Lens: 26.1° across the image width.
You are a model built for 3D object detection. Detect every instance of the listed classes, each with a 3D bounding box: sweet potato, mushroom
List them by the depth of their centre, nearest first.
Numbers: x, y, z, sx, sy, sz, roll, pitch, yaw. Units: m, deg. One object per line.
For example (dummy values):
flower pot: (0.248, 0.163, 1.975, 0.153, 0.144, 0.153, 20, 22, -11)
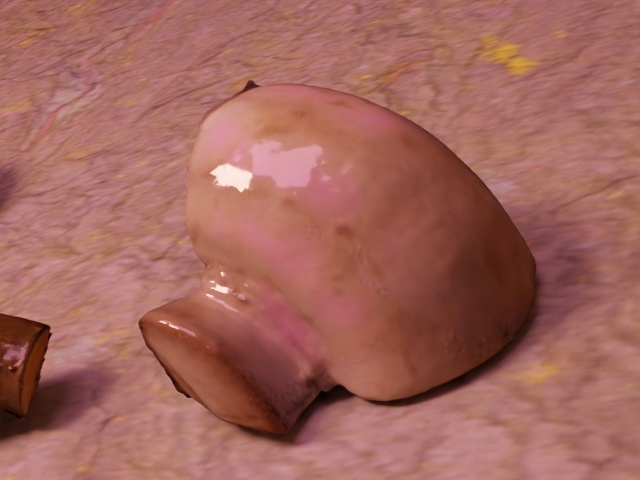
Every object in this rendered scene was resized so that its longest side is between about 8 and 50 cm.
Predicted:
mushroom: (0.017, -0.008, 0.808, 0.173, 0.162, 0.236, 2, 35, 45)
sweet potato: (-0.302, 0.099, 0.952, 0.286, 0.085, 0.112, -10, 5, 36)
